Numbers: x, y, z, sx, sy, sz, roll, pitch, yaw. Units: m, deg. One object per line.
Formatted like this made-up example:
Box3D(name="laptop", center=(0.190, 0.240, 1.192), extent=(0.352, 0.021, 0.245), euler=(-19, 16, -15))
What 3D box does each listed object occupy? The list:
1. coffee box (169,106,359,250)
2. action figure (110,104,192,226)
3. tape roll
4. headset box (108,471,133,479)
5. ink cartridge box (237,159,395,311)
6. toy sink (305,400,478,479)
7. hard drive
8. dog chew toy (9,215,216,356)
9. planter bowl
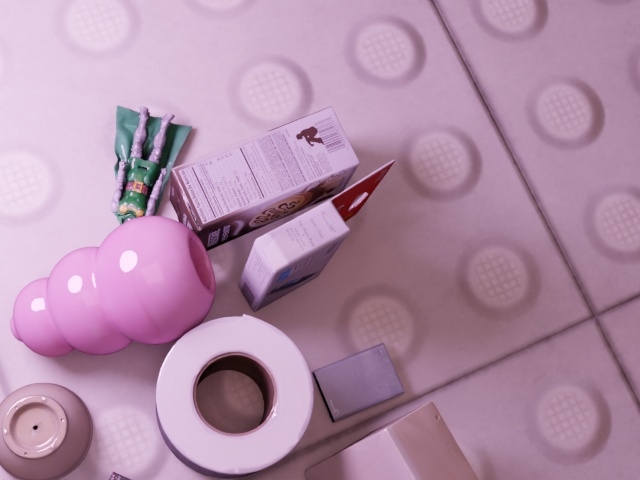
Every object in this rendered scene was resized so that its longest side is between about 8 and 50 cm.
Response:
Box3D(name="coffee box", center=(-0.101, -0.100, 1.740), extent=(0.297, 0.168, 0.118), euler=(-24, 80, -14))
Box3D(name="action figure", center=(-0.312, -0.115, 1.768), extent=(0.137, 0.063, 0.232), euler=(13, 76, -9))
Box3D(name="tape roll", center=(-0.142, 0.256, 1.632), extent=(0.246, 0.169, 0.246), euler=(3, 73, -9))
Box3D(name="headset box", center=(-0.308, 0.417, 1.631), extent=(0.083, 0.032, 0.062), euler=(25, 72, 0))
Box3D(name="ink cartridge box", center=(0.000, 0.000, 1.660), extent=(0.261, 0.296, 0.066), euler=(-30, 82, -16))
Box3D(name="toy sink", center=(0.114, 0.381, 1.645), extent=(0.131, 0.234, 0.152), euler=(-21, 77, -44))
Box3D(name="hard drive", center=(0.065, 0.244, 1.746), extent=(0.135, 0.022, 0.094), euler=(-21, 79, -14))
Box3D(name="dog chew toy", center=(-0.340, 0.089, 1.627), extent=(0.332, 0.206, 0.206), euler=(-19, 77, 9))
Box3D(name="planter bowl", center=(-0.444, 0.298, 1.602), extent=(0.162, 0.109, 0.162), euler=(3, 74, -9))
